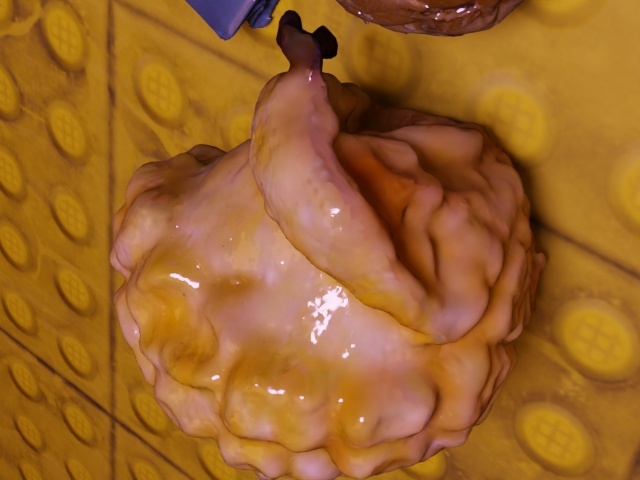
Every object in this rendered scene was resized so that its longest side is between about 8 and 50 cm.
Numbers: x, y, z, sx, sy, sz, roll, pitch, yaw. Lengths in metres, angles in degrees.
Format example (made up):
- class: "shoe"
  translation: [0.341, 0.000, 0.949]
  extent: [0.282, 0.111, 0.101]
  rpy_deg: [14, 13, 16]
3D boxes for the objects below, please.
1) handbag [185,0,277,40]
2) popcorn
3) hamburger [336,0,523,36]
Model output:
- class: "handbag"
  translation: [-0.108, -0.298, 0.851]
  extent: [0.221, 0.057, 0.144]
  rpy_deg: [46, 131, 11]
- class: "popcorn"
  translation: [0.000, 0.000, 0.747]
  extent: [0.349, 0.349, 0.382]
  rpy_deg: [24, 136, 30]
- class: "hamburger"
  translation: [0.063, -0.282, 0.637]
  extent: [0.285, 0.134, 0.265]
  rpy_deg: [49, 140, 3]
